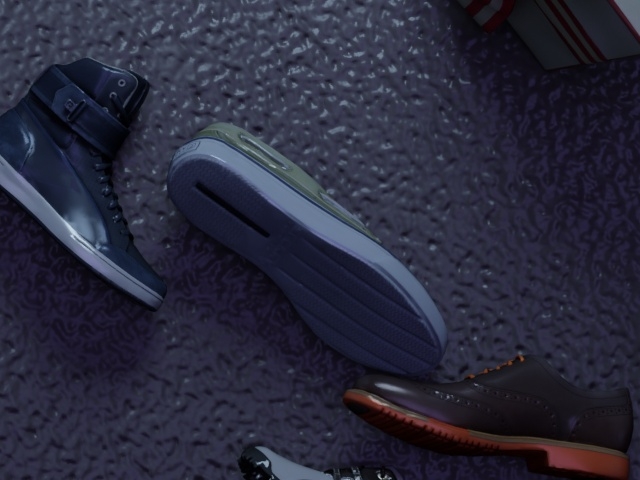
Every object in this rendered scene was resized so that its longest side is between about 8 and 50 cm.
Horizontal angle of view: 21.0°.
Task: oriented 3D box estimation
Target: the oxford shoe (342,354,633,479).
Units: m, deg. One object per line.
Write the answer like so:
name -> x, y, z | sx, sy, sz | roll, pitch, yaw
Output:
oxford shoe -> 0.152, 0.147, 1.548 | 0.271, 0.097, 0.098 | 14, 78, -14

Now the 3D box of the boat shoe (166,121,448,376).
boat shoe -> 0.000, 0.000, 1.543 | 0.302, 0.109, 0.094 | 41, 36, -10

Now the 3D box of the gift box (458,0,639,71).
gift box -> 0.230, -0.314, 1.531 | 0.258, 0.255, 0.276 | -43, 96, -11

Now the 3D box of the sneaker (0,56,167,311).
sneaker -> -0.185, -0.060, 1.537 | 0.226, 0.086, 0.163 | 44, 83, 2

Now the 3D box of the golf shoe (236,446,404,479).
golf shoe -> 0.020, 0.228, 1.535 | 0.198, 0.077, 0.094 | 36, 70, -7
